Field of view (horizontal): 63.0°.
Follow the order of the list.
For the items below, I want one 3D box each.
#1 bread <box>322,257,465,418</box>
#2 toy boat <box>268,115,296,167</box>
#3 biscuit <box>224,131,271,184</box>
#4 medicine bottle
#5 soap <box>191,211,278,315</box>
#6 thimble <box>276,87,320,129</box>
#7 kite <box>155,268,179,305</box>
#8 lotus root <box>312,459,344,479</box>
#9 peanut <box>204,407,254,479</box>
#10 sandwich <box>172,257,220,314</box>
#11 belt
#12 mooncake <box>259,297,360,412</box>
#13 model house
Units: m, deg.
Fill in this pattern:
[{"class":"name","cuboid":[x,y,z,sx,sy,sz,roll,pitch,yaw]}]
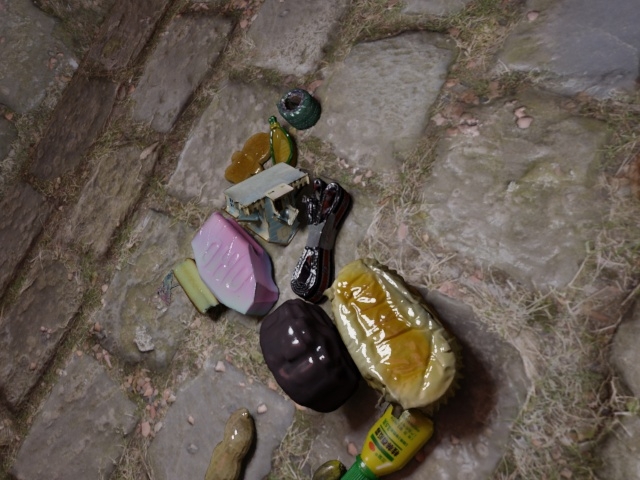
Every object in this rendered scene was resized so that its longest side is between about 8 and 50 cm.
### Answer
[{"class":"bread","cuboid":[0.173,0.214,1.201,0.236,0.183,0.389,-27,57,-1]},{"class":"toy boat","cuboid":[-0.133,-0.304,1.724,0.088,0.088,0.230,-24,58,25]},{"class":"biscuit","cuboid":[-0.240,-0.286,1.825,0.166,0.036,0.226,31,86,39]},{"class":"medicine bottle","cuboid":[0.130,0.496,1.191,0.309,0.076,0.111,-51,50,6]},{"class":"soap","cuboid":[-0.261,0.084,1.594,0.324,0.109,0.193,43,99,29]},{"class":"thimble","cuboid":[-0.072,-0.442,1.745,0.118,0.090,0.135,-48,49,3]},{"class":"kite","cuboid":[-0.526,0.164,1.834,0.156,0.011,0.139,-19,63,28]},{"class":"lotus root","cuboid":[0.014,0.563,1.253,0.099,0.054,0.049,-42,62,11]},{"class":"peanut","cuboid":[-0.242,0.564,1.408,0.104,0.085,0.228,10,74,56]},{"class":"sandwich","cuboid":[-0.384,0.155,1.686,0.094,0.096,0.258,-45,50,2]},{"class":"belt","cuboid":[0.000,0.000,1.493,0.126,0.094,0.360,-1,71,30]},{"class":"mooncake","cuboid":[-0.014,0.266,1.264,0.141,0.283,0.283,-40,52,14]},{"class":"model house","cuboid":[-0.145,-0.086,1.582,0.271,0.207,0.178,-33,47,-31]}]
